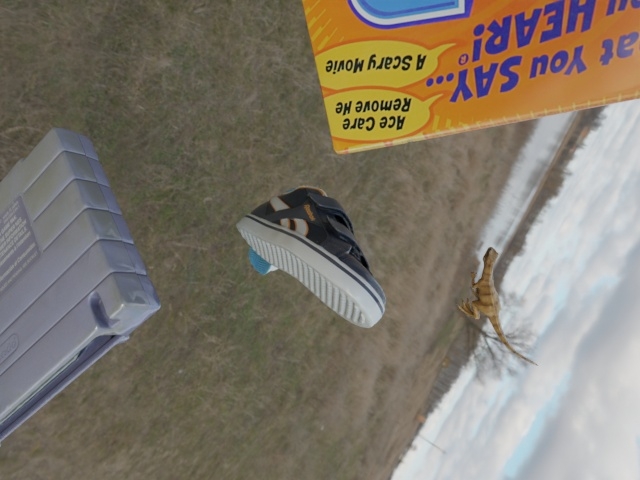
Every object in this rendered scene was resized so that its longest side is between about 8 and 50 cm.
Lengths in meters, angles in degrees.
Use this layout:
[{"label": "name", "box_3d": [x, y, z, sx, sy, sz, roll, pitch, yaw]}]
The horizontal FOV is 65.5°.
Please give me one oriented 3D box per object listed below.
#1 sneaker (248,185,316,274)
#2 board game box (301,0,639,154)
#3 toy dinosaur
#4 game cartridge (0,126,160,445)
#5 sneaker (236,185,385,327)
[{"label": "sneaker", "box_3d": [-0.058, -0.028, 0.981, 0.092, 0.087, 0.228, -22, 159, -48]}, {"label": "board game box", "box_3d": [0.207, -0.295, 0.388, 0.356, 0.356, 0.356, -31, 111, -55]}, {"label": "toy dinosaur", "box_3d": [0.301, 0.121, 0.887, 0.064, 0.211, 0.112, -16, -179, -14]}, {"label": "game cartridge", "box_3d": [-0.337, 0.072, 0.539, 0.355, 0.230, 0.068, -38, 153, 18]}, {"label": "sneaker", "box_3d": [0.000, 0.000, 0.709, 0.127, 0.321, 0.126, -41, 129, -15]}]
